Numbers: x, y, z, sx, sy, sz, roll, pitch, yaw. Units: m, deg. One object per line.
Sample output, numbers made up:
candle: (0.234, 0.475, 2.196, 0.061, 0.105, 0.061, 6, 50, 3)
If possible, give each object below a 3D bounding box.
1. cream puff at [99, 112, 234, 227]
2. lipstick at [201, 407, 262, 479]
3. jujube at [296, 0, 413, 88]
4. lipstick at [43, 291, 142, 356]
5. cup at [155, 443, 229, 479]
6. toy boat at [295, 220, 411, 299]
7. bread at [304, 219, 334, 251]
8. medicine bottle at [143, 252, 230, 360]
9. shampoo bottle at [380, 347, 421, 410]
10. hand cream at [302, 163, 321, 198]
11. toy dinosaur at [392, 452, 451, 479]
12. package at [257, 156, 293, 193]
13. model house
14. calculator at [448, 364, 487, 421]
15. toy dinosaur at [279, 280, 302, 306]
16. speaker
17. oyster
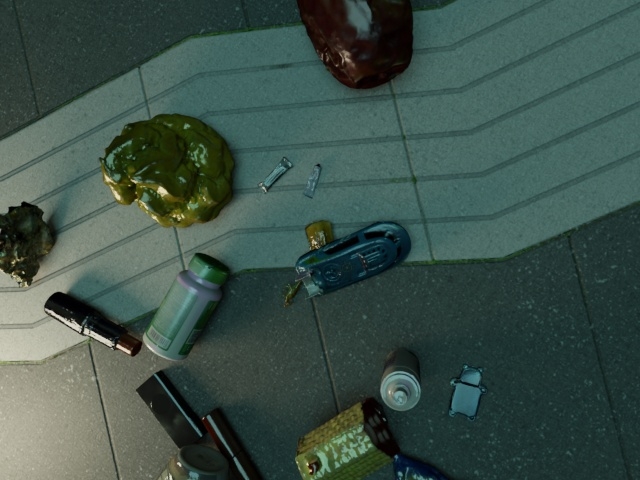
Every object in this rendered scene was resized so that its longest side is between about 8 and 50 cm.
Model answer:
cream puff: (-0.394, -0.180, 1.371, 0.324, 0.257, 0.291, 39, 100, 7)
lipstick: (-0.206, 0.617, 1.440, 0.057, 0.057, 0.356, -34, 85, 8)
jujube: (0.081, -0.560, 1.284, 0.276, 0.276, 0.377, -25, 88, 9)
lipstick: (-0.632, 0.237, 1.496, 0.300, 0.081, 0.081, 27, 95, 11)
cup: (-0.306, 0.687, 1.356, 0.301, 0.227, 0.257, 23, 97, 20)
toy boat: (0.088, 0.058, 1.344, 0.299, 0.092, 0.134, -24, 110, 9)
bread: (0.000, 0.000, 1.403, 0.072, 0.053, 0.106, -10, 94, 13)
medicine bottle: (-0.349, 0.171, 1.422, 0.133, 0.133, 0.274, 32, 97, 8)
shampoo bottle: (0.188, 0.322, 1.245, 0.092, 0.303, 0.092, 0, 89, 9)
hand cream: (-0.019, -0.160, 1.426, 0.030, 0.019, 0.093, 22, 101, 7)
toy dinosaur: (0.253, 0.566, 1.360, 0.248, 0.075, 0.188, -8, 79, 15)
package: (-0.124, -0.174, 1.440, 0.110, 0.015, 0.037, -45, 83, 6)
model house: (0.063, 0.495, 1.280, 0.196, 0.254, 0.160, -32, 73, 10)
calculator: (0.372, 0.385, 1.359, 0.094, 0.019, 0.141, 14, 91, 9)
toy dinosaur: (-0.077, 0.126, 1.428, 0.041, 0.026, 0.113, 26, 104, 2)
speaker: (-0.408, 0.469, 1.479, 0.082, 0.044, 0.218, -40, 84, 8)
oyster: (-0.823, 0.018, 1.470, 0.092, 0.198, 0.259, 28, 116, 6)
